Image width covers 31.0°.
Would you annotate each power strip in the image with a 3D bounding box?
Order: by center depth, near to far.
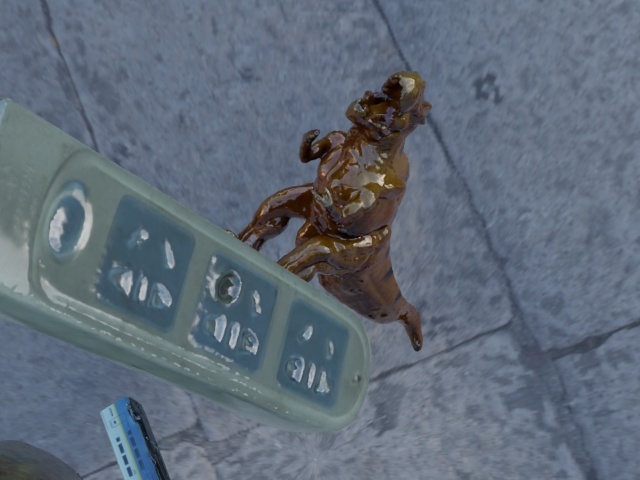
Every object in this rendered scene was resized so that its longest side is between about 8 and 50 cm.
[{"bbox_3d":[-0.071,0.029,0.551,0.048,0.286,0.080,-2,64,43],"label":"power strip"}]

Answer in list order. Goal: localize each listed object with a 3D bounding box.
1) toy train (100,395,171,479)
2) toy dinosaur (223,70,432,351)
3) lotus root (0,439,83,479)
[{"bbox_3d":[-0.224,0.317,1.509,0.051,0.052,0.234,-30,62,5],"label":"toy train"},{"bbox_3d":[0.000,0.000,1.000,0.208,0.432,0.097,-14,61,-9],"label":"toy dinosaur"},{"bbox_3d":[-0.203,0.195,0.739,0.123,0.241,0.124,37,77,-5],"label":"lotus root"}]
